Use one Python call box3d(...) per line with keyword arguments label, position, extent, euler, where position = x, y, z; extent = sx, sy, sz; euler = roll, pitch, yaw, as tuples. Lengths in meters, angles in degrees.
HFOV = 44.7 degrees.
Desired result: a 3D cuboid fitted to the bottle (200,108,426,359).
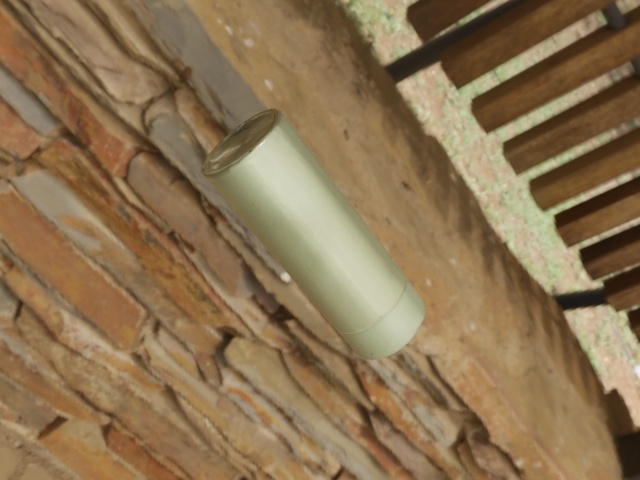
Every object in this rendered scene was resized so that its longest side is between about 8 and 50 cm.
box3d(label="bottle", position=(0.000, 0.000, 0.587), extent=(0.201, 0.072, 0.072), euler=(51, 30, -25))
